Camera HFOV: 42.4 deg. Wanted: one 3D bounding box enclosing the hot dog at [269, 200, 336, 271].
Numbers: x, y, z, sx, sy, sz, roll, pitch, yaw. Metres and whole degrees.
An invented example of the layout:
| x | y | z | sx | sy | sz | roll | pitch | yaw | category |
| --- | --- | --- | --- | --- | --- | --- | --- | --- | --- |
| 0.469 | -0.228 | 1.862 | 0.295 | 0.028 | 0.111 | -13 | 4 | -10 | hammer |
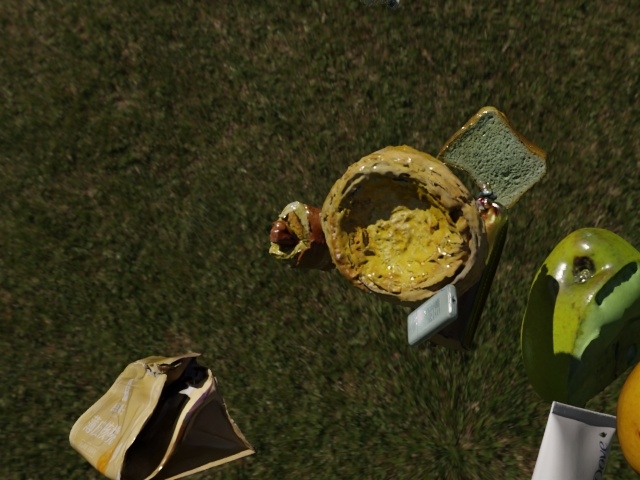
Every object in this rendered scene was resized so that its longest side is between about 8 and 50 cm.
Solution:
| x | y | z | sx | sy | sz | roll | pitch | yaw | category |
| --- | --- | --- | --- | --- | --- | --- | --- | --- | --- |
| 0.000 | 0.000 | 1.671 | 0.213 | 0.103 | 0.146 | 7 | 114 | -15 | hot dog |

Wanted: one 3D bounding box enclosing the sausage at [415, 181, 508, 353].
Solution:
| x | y | z | sx | sy | sz | roll | pitch | yaw | category |
| --- | --- | --- | --- | --- | --- | --- | --- | --- | --- |
| 0.263 | 0.042 | 1.493 | 0.117 | 0.125 | 0.317 | 22 | 82 | -16 | sausage |

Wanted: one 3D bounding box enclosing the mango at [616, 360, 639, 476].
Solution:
| x | y | z | sx | sy | sz | roll | pitch | yaw | category |
| --- | --- | --- | --- | --- | --- | --- | --- | --- | --- |
| 0.298 | 0.133 | 0.547 | 0.112 | 0.219 | 0.145 | -37 | 103 | -23 | mango |

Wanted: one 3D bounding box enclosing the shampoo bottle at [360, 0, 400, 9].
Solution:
| x | y | z | sx | sy | sz | roll | pitch | yaw | category |
| --- | --- | --- | --- | --- | --- | --- | --- | --- | --- |
| 0.053 | -0.355 | 1.144 | 0.049 | 0.141 | 0.034 | -63 | 31 | 12 | shampoo bottle |

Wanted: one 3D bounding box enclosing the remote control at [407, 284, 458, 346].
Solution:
| x | y | z | sx | sy | sz | roll | pitch | yaw | category |
| --- | --- | --- | --- | --- | --- | --- | --- | --- | --- |
| 0.153 | 0.105 | 1.139 | 0.018 | 0.124 | 0.053 | 11 | 60 | -19 | remote control |

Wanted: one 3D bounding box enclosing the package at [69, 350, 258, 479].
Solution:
| x | y | z | sx | sy | sz | roll | pitch | yaw | category |
| --- | --- | --- | --- | --- | --- | --- | --- | --- | --- |
| -0.263 | 0.258 | 1.291 | 0.221 | 0.311 | 0.165 | -11 | 91 | -27 | package |

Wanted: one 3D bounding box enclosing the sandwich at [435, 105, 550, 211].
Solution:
| x | y | z | sx | sy | sz | roll | pitch | yaw | category |
| --- | --- | --- | --- | --- | --- | --- | --- | --- | --- |
| 0.401 | -0.185 | 1.898 | 0.215 | 0.065 | 0.186 | 45 | 117 | -4 | sandwich |

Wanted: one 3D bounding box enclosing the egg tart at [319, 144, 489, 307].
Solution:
| x | y | z | sx | sy | sz | roll | pitch | yaw | category |
| --- | --- | --- | --- | --- | --- | --- | --- | --- | --- |
| 0.140 | -0.019 | 1.359 | 0.291 | 0.107 | 0.290 | 8 | 110 | 24 | egg tart |

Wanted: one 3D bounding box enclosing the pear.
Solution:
| x | y | z | sx | sy | sz | roll | pitch | yaw | category |
| --- | --- | --- | --- | --- | --- | --- | --- | --- | --- |
| 0.531 | 0.122 | 1.644 | 0.342 | 0.318 | 0.238 | -30 | 36 | -25 | pear |

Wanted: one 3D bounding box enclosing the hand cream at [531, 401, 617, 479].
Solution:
| x | y | z | sx | sy | sz | roll | pitch | yaw | category |
| --- | --- | --- | --- | --- | --- | --- | --- | --- | --- |
| 0.326 | 0.343 | 1.102 | 0.133 | 0.083 | 0.248 | 15 | 91 | -32 | hand cream |
